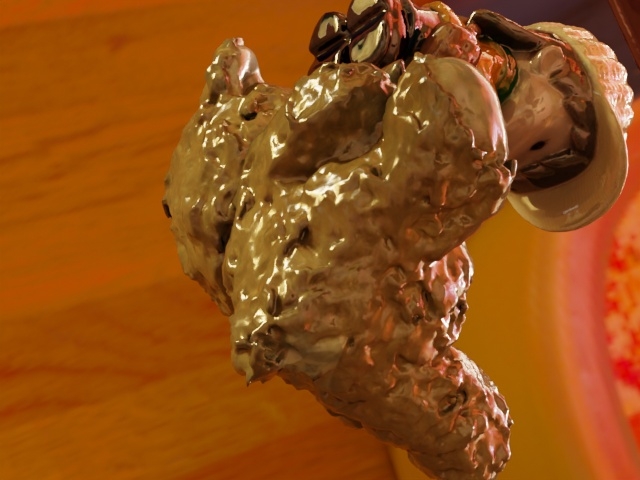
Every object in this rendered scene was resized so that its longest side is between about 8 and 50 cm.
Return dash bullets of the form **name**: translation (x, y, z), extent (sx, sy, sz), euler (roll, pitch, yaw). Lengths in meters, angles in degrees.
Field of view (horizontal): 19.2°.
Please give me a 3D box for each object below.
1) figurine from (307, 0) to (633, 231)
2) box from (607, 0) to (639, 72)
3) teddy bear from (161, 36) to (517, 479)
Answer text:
- **figurine**: translation (0.152, -0.153, 1.797), extent (0.332, 0.185, 0.204), euler (33, 51, -25)
- **box**: translation (0.235, -0.149, 0.697), extent (0.193, 0.294, 0.167), euler (62, 35, -18)
- **teddy bear**: translation (0.000, 0.000, 1.073), extent (0.156, 0.256, 0.267), euler (-12, 117, -15)
